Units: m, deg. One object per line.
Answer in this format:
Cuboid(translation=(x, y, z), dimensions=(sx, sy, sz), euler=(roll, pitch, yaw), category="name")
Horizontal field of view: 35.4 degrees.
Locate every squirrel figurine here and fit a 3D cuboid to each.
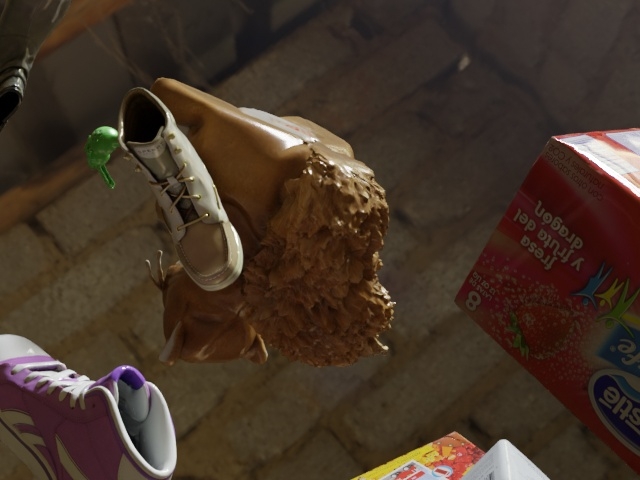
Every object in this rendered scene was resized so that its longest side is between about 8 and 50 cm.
Cuboid(translation=(-0.086, 0.029, 1.370), dimensions=(0.281, 0.397, 0.370), euler=(8, -71, -49), category="squirrel figurine")

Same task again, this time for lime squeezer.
Cuboid(translation=(-0.378, -0.163, 1.831), dimensions=(0.110, 0.059, 0.310), euler=(5, -16, -30), category="lime squeezer")

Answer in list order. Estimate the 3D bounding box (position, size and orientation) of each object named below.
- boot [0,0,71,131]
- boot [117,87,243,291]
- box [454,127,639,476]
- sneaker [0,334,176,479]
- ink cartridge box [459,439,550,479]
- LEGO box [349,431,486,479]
Cuboid(translation=(-0.406, -0.249, 1.363), dimensions=(0.083, 0.161, 0.246), euler=(20, -46, -32), category="boot")
Cuboid(translation=(-0.163, -0.058, 1.145), dimensions=(0.077, 0.213, 0.165), euler=(-24, -34, 1), category="boot")
Cuboid(translation=(0.217, 0.059, 0.536), dimensions=(0.128, 0.257, 0.122), euler=(-11, -44, -46), category="box")
Cuboid(translation=(-0.226, 0.152, 0.959), dimensions=(0.102, 0.282, 0.161), euler=(-5, -49, -50), category="sneaker")
Cuboid(translation=(0.097, 0.216, 0.617), dimensions=(0.127, 0.072, 0.175), euler=(-47, 0, 12), category="ink cartridge box")
Cuboid(translation=(0.159, 0.597, 1.844), dimensions=(0.500, 0.372, 0.193), euler=(-20, -66, -23), category="LEGO box")
